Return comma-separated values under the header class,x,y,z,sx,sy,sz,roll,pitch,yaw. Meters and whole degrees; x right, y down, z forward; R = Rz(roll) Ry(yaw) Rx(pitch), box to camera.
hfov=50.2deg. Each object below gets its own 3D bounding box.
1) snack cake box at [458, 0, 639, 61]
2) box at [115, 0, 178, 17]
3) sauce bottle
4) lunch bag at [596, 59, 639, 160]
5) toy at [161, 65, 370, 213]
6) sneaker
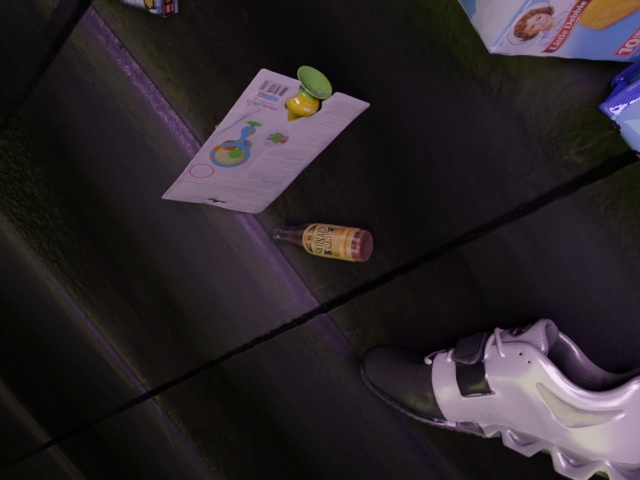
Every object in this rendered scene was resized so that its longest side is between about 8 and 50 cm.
class,x,y,z,sx,sy,sz,roll,pitch,yaw
snack cake box,0.214,-0.236,0.421,0.264,0.152,0.089,-56,47,52
box,-0.205,-0.331,0.766,0.094,0.027,0.137,23,129,22
sauce bottle,0.000,0.000,0.831,0.128,0.042,0.042,6,121,30
lunch bag,0.384,-0.109,0.456,0.221,0.138,0.293,50,124,0
toy,-0.071,-0.116,0.776,0.237,0.137,0.056,-37,54,44
sneaker,0.200,0.142,0.755,0.331,0.122,0.146,13,107,29
